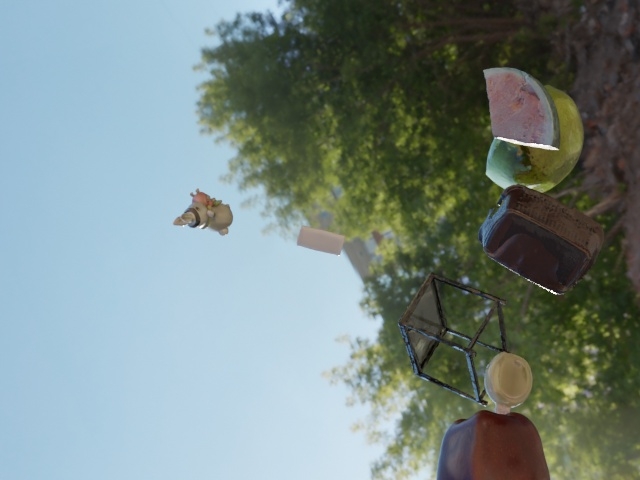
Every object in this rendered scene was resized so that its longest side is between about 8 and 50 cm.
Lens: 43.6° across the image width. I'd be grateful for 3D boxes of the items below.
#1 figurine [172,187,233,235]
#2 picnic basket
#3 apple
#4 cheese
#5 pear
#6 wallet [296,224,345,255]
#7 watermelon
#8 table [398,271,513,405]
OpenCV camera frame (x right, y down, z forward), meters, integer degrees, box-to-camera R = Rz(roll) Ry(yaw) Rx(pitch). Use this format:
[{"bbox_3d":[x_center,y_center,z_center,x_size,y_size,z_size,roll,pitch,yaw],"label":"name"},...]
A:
[{"bbox_3d":[-0.279,-0.064,1.835,0.146,0.081,0.098,13,-141,-44],"label":"figurine"},{"bbox_3d":[0.554,0.008,2.019,0.297,0.222,0.129,30,-153,6],"label":"picnic basket"},{"bbox_3d":[0.435,0.591,2.004,0.288,0.288,0.317,40,-136,-48],"label":"apple"},{"bbox_3d":[0.516,0.428,2.232,0.064,0.137,0.227,120,170,-67],"label":"cheese"},{"bbox_3d":[0.650,-0.277,2.417,0.238,0.342,0.318,36,-155,15],"label":"pear"},{"bbox_3d":[0.000,0.000,2.145,0.122,0.061,0.025,14,-161,-3],"label":"wallet"},{"bbox_3d":[0.538,-0.343,2.131,0.256,0.176,0.260,112,156,-81],"label":"watermelon"},{"bbox_3d":[0.446,0.321,2.598,0.222,0.272,0.335,-54,-34,-25],"label":"table"}]
